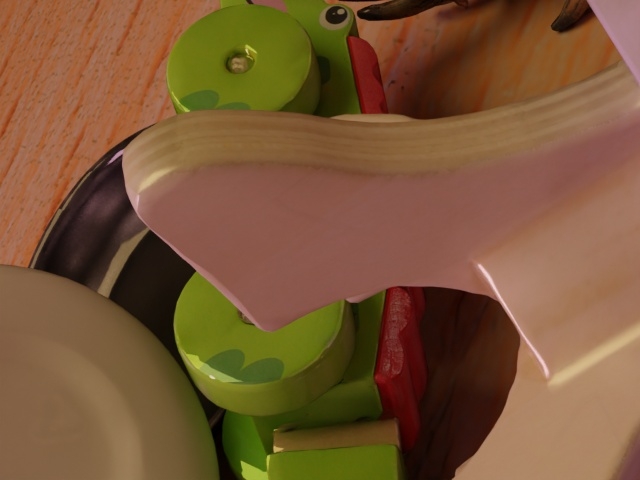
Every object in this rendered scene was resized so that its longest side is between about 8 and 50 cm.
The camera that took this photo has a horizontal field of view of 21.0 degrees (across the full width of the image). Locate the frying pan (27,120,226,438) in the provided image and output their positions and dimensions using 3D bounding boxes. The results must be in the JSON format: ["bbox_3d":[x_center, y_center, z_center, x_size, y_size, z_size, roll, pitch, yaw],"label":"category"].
[{"bbox_3d":[-0.038,0.036,0.830,0.326,0.053,0.197,5,73,44],"label":"frying pan"}]

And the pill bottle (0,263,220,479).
[{"bbox_3d":[-0.174,0.150,0.775,0.323,0.182,0.181,130,151,-56],"label":"pill bottle"}]

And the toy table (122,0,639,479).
[{"bbox_3d":[0.078,0.014,0.524,0.161,0.252,0.274,-34,28,14],"label":"toy table"}]

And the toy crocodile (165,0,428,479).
[{"bbox_3d":[0.000,0.000,0.716,0.105,0.115,0.340,-10,52,4],"label":"toy crocodile"}]

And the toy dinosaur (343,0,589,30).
[{"bbox_3d":[0.042,-0.198,0.834,0.127,0.200,0.295,-21,14,1],"label":"toy dinosaur"}]
